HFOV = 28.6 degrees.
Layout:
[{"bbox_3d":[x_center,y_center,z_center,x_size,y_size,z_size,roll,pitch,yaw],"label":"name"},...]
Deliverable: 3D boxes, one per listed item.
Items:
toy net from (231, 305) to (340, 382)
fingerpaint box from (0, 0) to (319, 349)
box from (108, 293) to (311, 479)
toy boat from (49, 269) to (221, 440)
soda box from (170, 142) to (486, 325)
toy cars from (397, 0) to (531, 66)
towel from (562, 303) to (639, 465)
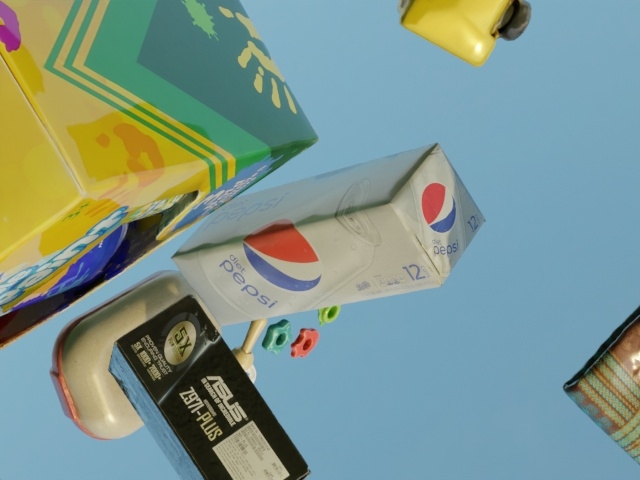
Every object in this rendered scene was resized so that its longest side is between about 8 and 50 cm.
[{"bbox_3d":[-0.067,0.114,1.408,0.045,0.122,0.232,29,-115,32],"label":"toy net"},{"bbox_3d":[-0.268,-0.005,0.892,0.445,0.371,0.163,-32,-93,21],"label":"fingerpaint box"},{"bbox_3d":[-0.099,0.152,1.070,0.077,0.147,0.180,-33,-97,-18],"label":"box"},{"bbox_3d":[-0.229,0.125,1.469,0.151,0.151,0.231,4,-153,45],"label":"toy boat"},{"bbox_3d":[0.000,0.000,1.142,0.286,0.091,0.098,-12,-151,43],"label":"soda box"},{"bbox_3d":[0.112,-0.329,0.924,0.176,0.393,0.087,-15,-153,-10],"label":"toy cars"},{"bbox_3d":[0.411,0.143,0.984,0.271,0.370,0.040,-48,-173,1],"label":"towel"}]
